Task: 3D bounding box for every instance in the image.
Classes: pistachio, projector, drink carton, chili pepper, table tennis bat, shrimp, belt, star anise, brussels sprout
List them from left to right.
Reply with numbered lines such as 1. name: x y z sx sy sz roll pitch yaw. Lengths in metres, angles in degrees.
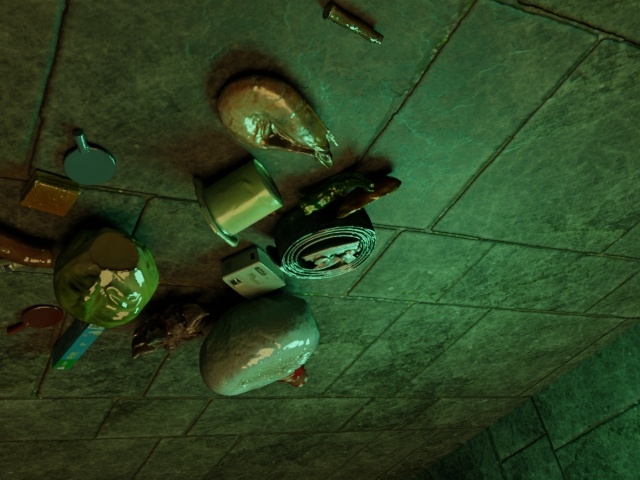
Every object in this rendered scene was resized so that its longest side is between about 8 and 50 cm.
1. table tennis bat: -0.734 0.207 1.828 0.155 0.019 0.098 -24 145 10
2. table tennis bat: -0.460 -0.160 1.406 0.100 0.019 0.155 -10 147 -7
3. brussels sprout: -0.478 0.079 1.587 0.244 0.244 0.244 -10 146 -7
4. star anise: -0.404 0.228 1.907 0.236 0.109 0.223 -29 169 -3
5. drink carton: -0.167 -0.088 1.518 0.142 0.144 0.146 -29 144 9
6. projector: -0.173 0.084 1.824 0.115 0.061 0.147 -25 145 12
7. shrimp: -0.079 -0.220 1.425 0.168 0.077 0.317 -20 143 26
8. belt: 0.000 0.000 1.723 0.267 0.116 0.206 -10 143 -12
9. chili pepper: 0.035 -0.112 1.612 0.182 0.073 0.050 -22 119 18
10. pistachio: 0.104 -0.108 1.639 0.173 0.049 0.089 -28 -174 -11

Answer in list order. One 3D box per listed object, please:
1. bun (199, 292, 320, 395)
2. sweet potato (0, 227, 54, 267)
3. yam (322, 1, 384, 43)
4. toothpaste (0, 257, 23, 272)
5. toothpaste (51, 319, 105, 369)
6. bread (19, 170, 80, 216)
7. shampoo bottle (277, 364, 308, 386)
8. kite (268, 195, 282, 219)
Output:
1. bun: -0.167 0.272 1.930 0.362 0.211 0.362 -22 163 -7
2. sweet potato: -0.730 -0.004 1.458 0.385 0.109 0.109 7 142 -48
3. yam: 0.059 -0.382 1.273 0.129 0.027 0.033 20 102 -38
4. toothpaste: -0.757 0.059 1.592 0.216 0.037 0.062 -8 146 -2
5. toothpaste: -0.639 0.253 1.890 0.050 0.065 0.267 13 137 -39
6. bread: -0.549 -0.094 1.451 0.094 0.035 0.090 17 135 -38
7. shampoo bottle: -0.137 0.388 2.260 0.118 0.076 0.314 -26 145 14
8. kite: -0.128 -0.085 1.649 0.090 0.004 0.122 -29 143 21
